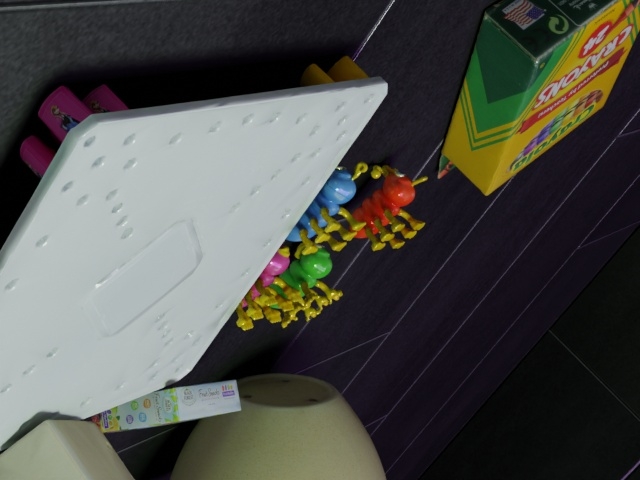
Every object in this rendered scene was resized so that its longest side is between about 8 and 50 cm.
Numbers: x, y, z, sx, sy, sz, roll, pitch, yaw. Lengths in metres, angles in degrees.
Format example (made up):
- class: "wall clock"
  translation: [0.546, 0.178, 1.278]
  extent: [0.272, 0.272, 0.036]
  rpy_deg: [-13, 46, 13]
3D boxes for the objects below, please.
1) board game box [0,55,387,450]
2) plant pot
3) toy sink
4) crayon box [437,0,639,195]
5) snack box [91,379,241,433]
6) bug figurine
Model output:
- class: "board game box"
  translation: [-0.157, 0.017, 1.165]
  extent: [0.390, 0.050, 0.390]
  rpy_deg: [-16, 148, -55]
- class: "plant pot"
  translation: [-0.048, 0.268, 1.696]
  extent: [0.284, 0.284, 0.190]
  rpy_deg: [-15, 112, -56]
- class: "toy sink"
  translation: [-0.267, 0.288, 1.254]
  extent: [0.234, 0.153, 0.131]
  rpy_deg: [-39, 167, 3]
- class: "crayon box"
  translation: [0.244, -0.178, 1.548]
  extent: [0.202, 0.081, 0.318]
  rpy_deg: [-37, 162, -21]
- class: "snack box"
  translation: [-0.157, 0.171, 1.460]
  extent: [0.100, 0.037, 0.141]
  rpy_deg: [-13, 173, 22]
- class: "bug figurine"
  translation: [0.000, 0.000, 1.430]
  extent: [0.216, 0.072, 0.279]
  rpy_deg: [-45, 166, 15]
